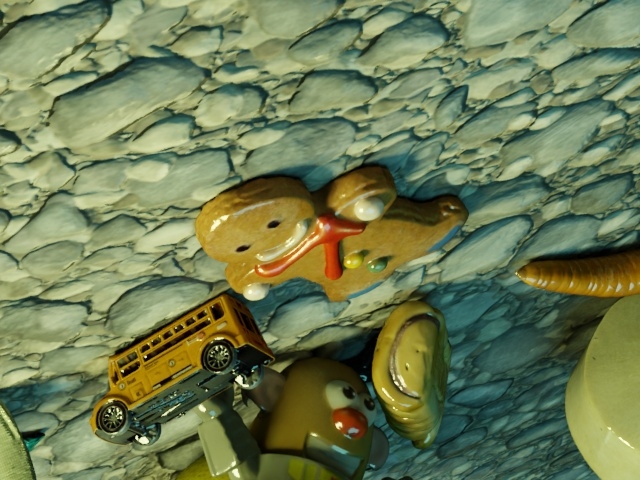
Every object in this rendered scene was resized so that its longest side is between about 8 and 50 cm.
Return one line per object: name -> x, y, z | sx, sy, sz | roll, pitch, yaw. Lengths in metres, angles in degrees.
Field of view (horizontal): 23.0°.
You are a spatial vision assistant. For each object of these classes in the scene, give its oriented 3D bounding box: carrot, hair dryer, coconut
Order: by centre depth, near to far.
hair dryer -> 0.045, 0.140, 1.892 | 0.079, 0.031, 0.083 | -2, 136, -21
carrot -> 0.343, 0.041, 1.907 | 0.271, 0.062, 0.066 | -7, -176, -24
coconut -> 0.478, 0.199, 2.072 | 0.323, 0.323, 0.323 | -19, 155, -9

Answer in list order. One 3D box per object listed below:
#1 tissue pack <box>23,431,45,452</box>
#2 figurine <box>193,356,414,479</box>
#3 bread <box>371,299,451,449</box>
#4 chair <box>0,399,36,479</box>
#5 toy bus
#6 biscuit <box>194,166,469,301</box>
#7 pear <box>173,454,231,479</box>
tissue pack -> -0.376, 0.241, 1.719 | 0.138, 0.028, 0.085 | -5, 154, -44
figurine -> -0.019, 0.265, 1.790 | 0.167, 0.285, 0.342 | -8, 138, 29
bread -> 0.108, 0.160, 1.863 | 0.081, 0.134, 0.225 | 8, 157, 11
chair -> -0.462, 0.284, 1.574 | 0.319, 0.160, 0.186 | -30, 156, 23
toy bus -> -0.152, 0.137, 1.630 | 0.194, 0.088, 0.083 | -30, 154, 10
biscuit -> 0.001, 0.002, 1.542 | 0.205, 0.049, 0.324 | -34, 152, 24
pear -> -0.074, 0.379, 1.979 | 0.294, 0.294, 0.294 | -19, 155, -9
